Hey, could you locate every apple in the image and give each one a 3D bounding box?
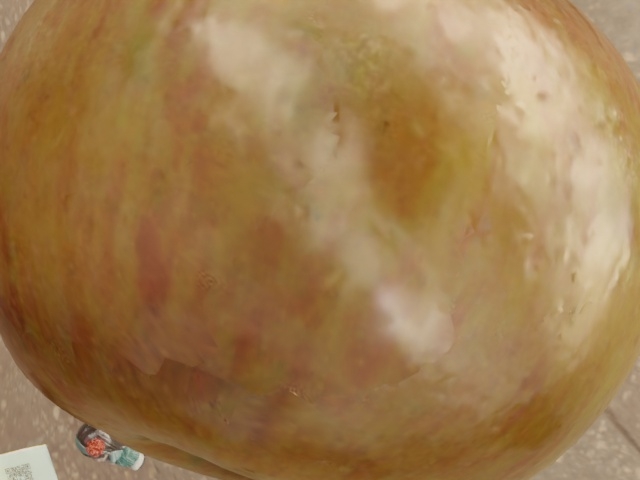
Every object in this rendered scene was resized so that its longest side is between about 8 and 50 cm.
[{"bbox_3d":[0.000,0.000,0.607,0.400,0.400,0.333,8,90,-16],"label":"apple"}]

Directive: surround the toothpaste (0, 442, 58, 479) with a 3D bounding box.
[{"bbox_3d":[-0.370,0.280,0.934,0.089,0.313,0.071,-2,65,-57],"label":"toothpaste"}]

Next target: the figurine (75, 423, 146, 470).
[{"bbox_3d":[-0.265,0.265,1.272,0.047,0.060,0.106,-48,137,0],"label":"figurine"}]
